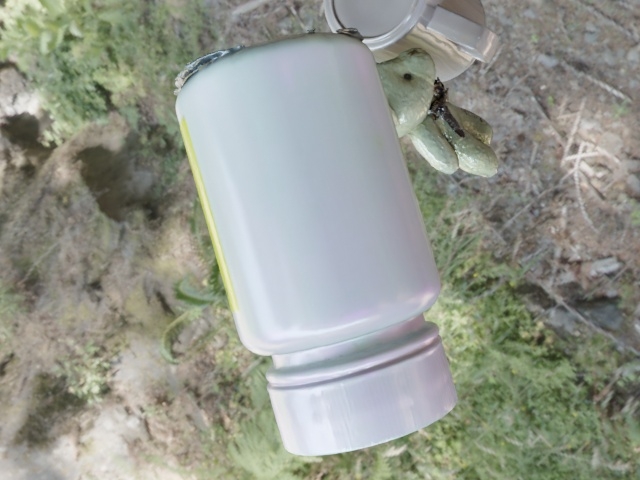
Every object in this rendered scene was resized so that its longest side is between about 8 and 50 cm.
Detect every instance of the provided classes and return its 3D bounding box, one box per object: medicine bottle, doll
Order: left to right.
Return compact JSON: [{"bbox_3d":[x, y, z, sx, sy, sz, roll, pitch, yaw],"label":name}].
[{"bbox_3d":[0.000,0.000,0.658,0.213,0.213,0.379,152,102,-77],"label":"medicine bottle"},{"bbox_3d":[0.183,-0.207,1.039,0.278,0.149,0.175,21,-164,-25],"label":"doll"}]

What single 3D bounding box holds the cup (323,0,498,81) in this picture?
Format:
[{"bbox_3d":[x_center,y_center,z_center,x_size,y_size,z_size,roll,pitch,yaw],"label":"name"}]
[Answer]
[{"bbox_3d":[0.171,-0.387,1.161,0.273,0.208,0.288,-1,-122,-58],"label":"cup"}]
